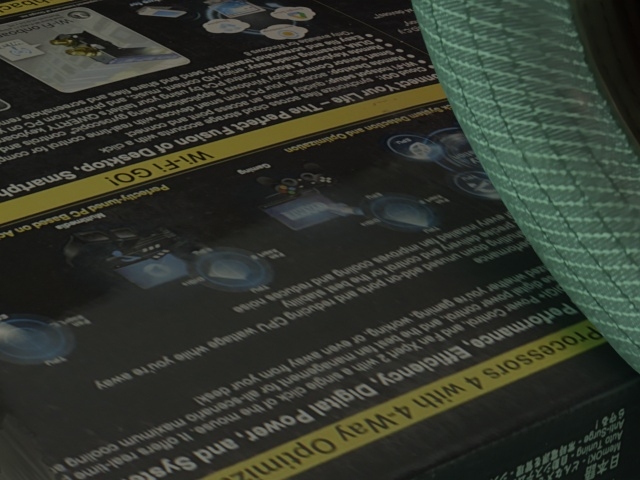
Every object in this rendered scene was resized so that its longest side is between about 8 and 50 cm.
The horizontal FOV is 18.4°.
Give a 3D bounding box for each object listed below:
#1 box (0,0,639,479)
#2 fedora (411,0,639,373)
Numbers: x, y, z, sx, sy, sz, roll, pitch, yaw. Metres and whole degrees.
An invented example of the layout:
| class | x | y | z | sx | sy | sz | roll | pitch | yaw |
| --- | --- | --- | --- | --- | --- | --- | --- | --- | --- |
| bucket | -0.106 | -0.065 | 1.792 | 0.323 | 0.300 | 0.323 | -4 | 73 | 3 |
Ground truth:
| class | x | y | z | sx | sy | sz | roll | pitch | yaw |
| --- | --- | --- | --- | --- | --- | --- | --- | --- | --- |
| box | -0.016 | -0.008 | 0.532 | 0.395 | 0.097 | 0.318 | -18 | 34 | -42 |
| fedora | 0.161 | -0.057 | 0.402 | 0.275 | 0.243 | 0.124 | 40 | 10 | 29 |
